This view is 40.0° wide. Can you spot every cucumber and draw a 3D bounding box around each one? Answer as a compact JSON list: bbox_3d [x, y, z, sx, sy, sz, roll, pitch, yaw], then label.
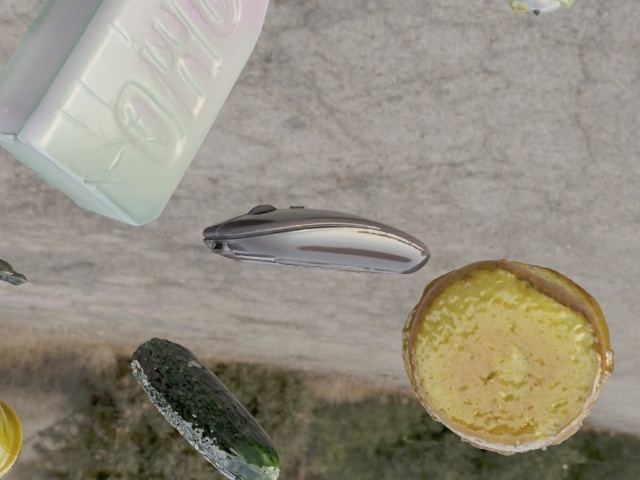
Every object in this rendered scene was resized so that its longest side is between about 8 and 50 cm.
[{"bbox_3d":[-0.125,0.195,0.976,0.241,0.074,0.074,36,-173,40],"label":"cucumber"}]

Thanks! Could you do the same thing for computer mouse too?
[{"bbox_3d":[0.001,-0.001,0.844,0.232,0.057,0.120,7,174,-36],"label":"computer mouse"}]

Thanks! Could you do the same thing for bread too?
[{"bbox_3d":[0.226,0.144,1.091,0.268,0.269,0.145,-1,172,14],"label":"bread"}]

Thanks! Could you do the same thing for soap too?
[{"bbox_3d":[-0.189,-0.205,0.947,0.115,0.347,0.208,17,163,31],"label":"soap"}]

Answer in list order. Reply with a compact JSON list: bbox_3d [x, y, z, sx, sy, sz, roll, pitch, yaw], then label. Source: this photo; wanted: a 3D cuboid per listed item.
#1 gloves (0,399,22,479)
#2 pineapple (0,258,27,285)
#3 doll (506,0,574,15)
[{"bbox_3d":[-0.405,0.175,0.962,0.116,0.133,0.294,-23,156,-22],"label":"gloves"},{"bbox_3d":[-0.417,-0.003,0.759,0.169,0.169,0.340,-12,169,40],"label":"pineapple"},{"bbox_3d":[0.213,-0.328,1.037,0.296,0.117,0.141,21,-177,-42],"label":"doll"}]
